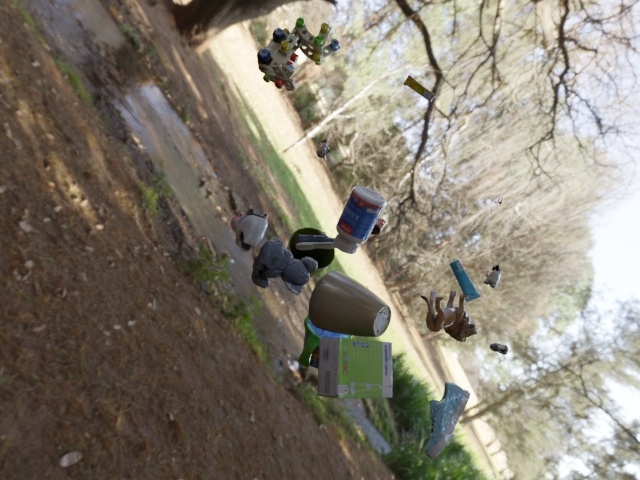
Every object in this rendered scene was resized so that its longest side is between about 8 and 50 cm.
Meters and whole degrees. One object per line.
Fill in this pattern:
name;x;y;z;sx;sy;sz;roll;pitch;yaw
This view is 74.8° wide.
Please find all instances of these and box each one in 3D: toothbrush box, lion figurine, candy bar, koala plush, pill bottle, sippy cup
toothbrush box;0.134;0.477;1.567;0.283;0.122;0.207;14;70;-36
lion figurine;0.578;0.359;1.941;0.391;0.241;0.142;6;6;-34
candy bar;0.384;-0.579;1.609;0.161;0.040;0.018;19;23;-33
koala plush;-0.138;0.112;1.659;0.221;0.196;0.203;30;-30;12
pill bottle;0.127;-0.067;1.457;0.124;0.222;0.124;19;24;-9
sippy cup;0.018;0.480;1.990;0.240;0.305;0.224;-122;-141;-49

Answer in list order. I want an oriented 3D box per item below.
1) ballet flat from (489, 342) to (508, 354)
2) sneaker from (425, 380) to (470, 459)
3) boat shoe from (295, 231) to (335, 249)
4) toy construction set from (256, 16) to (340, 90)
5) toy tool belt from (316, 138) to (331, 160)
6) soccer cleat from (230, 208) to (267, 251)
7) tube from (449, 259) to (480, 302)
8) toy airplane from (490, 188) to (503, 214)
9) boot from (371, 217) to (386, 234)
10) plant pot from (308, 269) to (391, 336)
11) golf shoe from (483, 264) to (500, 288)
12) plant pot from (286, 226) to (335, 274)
ballet flat;0.710;0.423;1.636;0.114;0.041;0.041;19;31;-32
sneaker;0.567;0.844;1.994;0.150;0.366;0.135;30;-25;17
boat shoe;0.000;0.000;2.099;0.095;0.254;0.079;86;0;-67
toy construction set;-0.092;-0.628;1.440;0.214;0.328;0.151;30;-28;5
toy tool belt;0.015;-0.351;1.626;0.051;0.052;0.083;51;44;-33
soccer cleat;-0.283;-0.025;1.562;0.115;0.143;0.331;19;-11;-17
tube;0.703;0.195;2.053;0.052;0.080;0.207;90;-23;-74
toy airplane;0.913;-0.200;2.162;0.028;0.151;0.151;32;-12;35
boot;0.192;-0.063;1.721;0.084;0.157;0.059;-44;129;-45
plant pot;0.136;0.280;1.685;0.273;0.257;0.257;17;-26;39
golf shoe;0.744;0.138;1.782;0.069;0.086;0.176;26;23;13
plant pot;-0.095;0.116;2.438;0.275;0.274;0.294;63;-32;21
